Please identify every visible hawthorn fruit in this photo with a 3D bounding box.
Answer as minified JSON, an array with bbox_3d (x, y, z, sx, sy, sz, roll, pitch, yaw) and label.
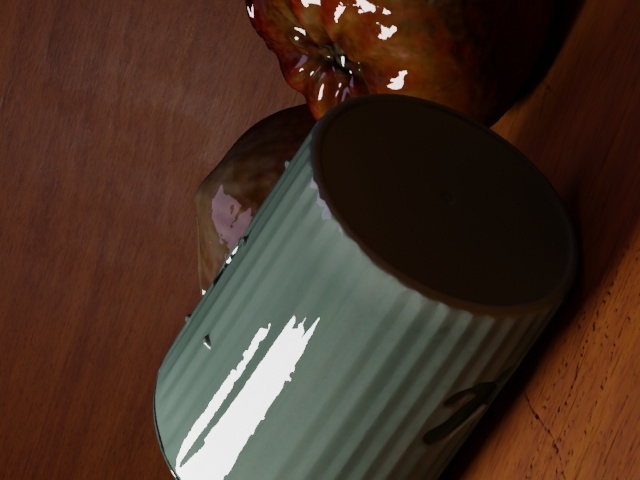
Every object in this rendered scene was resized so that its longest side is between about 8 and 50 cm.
[{"bbox_3d":[0.120,-0.320,1.327,0.403,0.403,0.403,-161,90,-84],"label":"hawthorn fruit"}]

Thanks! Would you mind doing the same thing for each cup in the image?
[{"bbox_3d":[0.042,0.059,1.070,0.401,0.310,0.392,-80,16,-47],"label":"cup"}]

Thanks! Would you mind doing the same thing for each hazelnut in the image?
[{"bbox_3d":[0.000,0.000,1.557,0.409,0.359,0.359,-64,4,-16],"label":"hazelnut"}]
